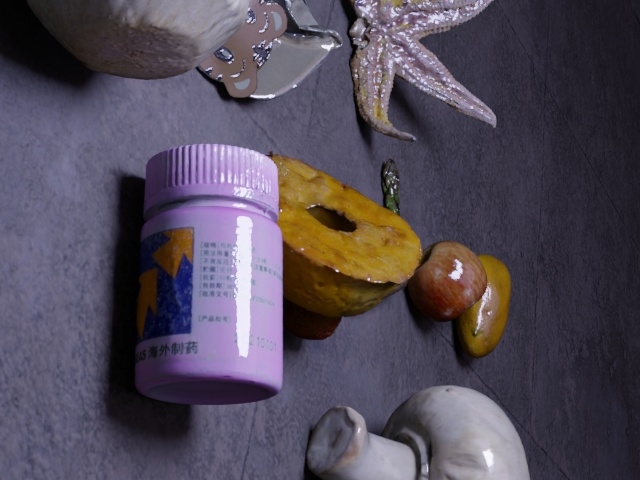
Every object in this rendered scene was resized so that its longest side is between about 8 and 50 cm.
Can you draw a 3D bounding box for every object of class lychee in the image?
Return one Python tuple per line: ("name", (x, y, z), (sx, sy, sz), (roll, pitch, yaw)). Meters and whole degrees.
("lychee", (-0.019, 0.088, 1.679), (0.140, 0.101, 0.114), (83, 21, -46))

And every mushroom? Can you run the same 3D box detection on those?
("mushroom", (0.181, 0.349, 1.768), (0.356, 0.315, 0.315), (66, 31, -21))

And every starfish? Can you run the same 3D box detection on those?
("starfish", (0.159, -0.362, 2.052), (0.384, 0.132, 0.398), (1, 86, -16))

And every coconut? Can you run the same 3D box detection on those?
("coconut", (-0.203, -0.359, 1.322), (0.329, 0.329, 0.328), (29, 55, -54))

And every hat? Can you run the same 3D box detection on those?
("hat", (-0.095, -0.337, 1.745), (0.245, 0.149, 0.214), (-39, 117, -17))

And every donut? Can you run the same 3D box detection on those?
("donut", (-0.002, -0.002, 1.630), (0.278, 0.108, 0.277), (23, 31, -15))

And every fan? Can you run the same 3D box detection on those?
("fan", (-0.152, -0.310, 1.625), (0.227, 0.008, 0.152), (32, 83, -33))

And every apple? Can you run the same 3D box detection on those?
("apple", (0.226, 0.071, 2.095), (0.131, 0.146, 0.146), (50, 35, -9))

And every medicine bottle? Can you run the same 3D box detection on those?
("medicine bottle", (-0.134, 0.045, 1.419), (0.178, 0.178, 0.290), (26, 58, -56))

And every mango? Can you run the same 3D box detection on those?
("mango", (0.313, 0.126, 2.268), (0.147, 0.109, 0.227), (84, 16, -49))

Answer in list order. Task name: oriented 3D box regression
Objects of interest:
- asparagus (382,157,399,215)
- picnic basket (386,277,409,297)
("asparagus", (0.128, -0.068, 2.082), (0.036, 0.030, 0.165), (12, 70, -48))
("picnic basket", (0.085, 0.043, 1.938), (0.193, 0.055, 0.110), (-17, 94, -61))
